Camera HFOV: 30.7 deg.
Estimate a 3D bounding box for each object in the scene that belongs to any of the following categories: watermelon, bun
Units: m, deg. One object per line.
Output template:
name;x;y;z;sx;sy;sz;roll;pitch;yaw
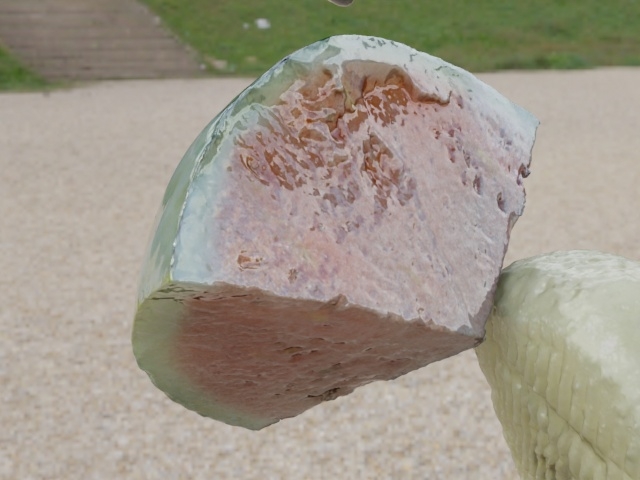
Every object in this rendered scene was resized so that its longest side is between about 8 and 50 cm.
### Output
watermelon;0.000;0.000;0.646;0.260;0.256;0.176;25;5;-38
bun;0.184;0.099;0.687;0.134;0.220;0.220;-24;17;-12

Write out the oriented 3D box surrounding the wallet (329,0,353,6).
wallet;0.030;-0.350;0.746;0.051;0.377;0.197;4;31;-30
